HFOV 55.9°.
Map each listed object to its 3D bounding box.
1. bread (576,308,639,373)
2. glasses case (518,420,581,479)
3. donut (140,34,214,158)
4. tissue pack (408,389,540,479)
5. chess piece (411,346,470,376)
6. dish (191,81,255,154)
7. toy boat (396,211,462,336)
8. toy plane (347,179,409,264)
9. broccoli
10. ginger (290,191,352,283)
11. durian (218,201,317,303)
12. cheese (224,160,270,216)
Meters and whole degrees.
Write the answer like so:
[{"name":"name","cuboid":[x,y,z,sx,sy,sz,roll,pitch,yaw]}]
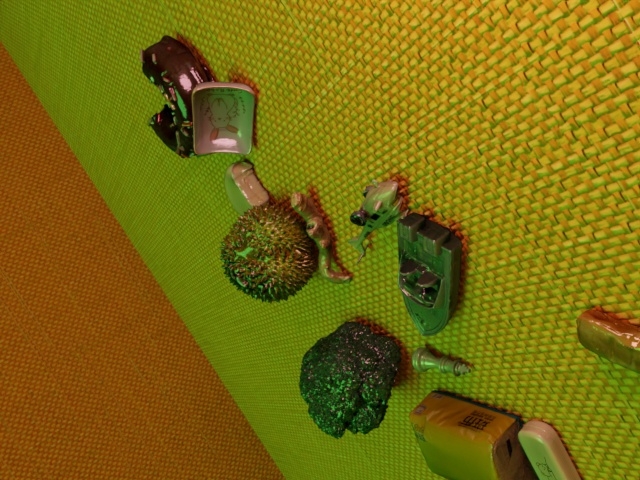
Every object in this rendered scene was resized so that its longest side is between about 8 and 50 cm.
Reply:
[{"name":"bread","cuboid":[0.476,0.161,0.963,0.132,0.053,0.074,26,140,46]},{"name":"glasses case","cuboid":[0.488,0.471,1.269,0.083,0.050,0.196,-18,104,59]},{"name":"donut","cuboid":[-0.380,-0.361,1.675,0.259,0.136,0.345,49,152,20]},{"name":"tissue pack","cuboid":[0.351,0.481,1.403,0.271,0.134,0.192,-1,118,57]},{"name":"chess piece","cuboid":[0.286,0.287,1.398,0.149,0.059,0.059,2,121,48]},{"name":"dish","cuboid":[-0.245,-0.317,1.521,0.212,0.152,0.077,101,163,-49]},{"name":"toy boat","cuboid":[0.218,0.089,1.249,0.141,0.092,0.319,34,145,39]},{"name":"toy plane","cuboid":[0.115,-0.041,1.296,0.108,0.092,0.286,29,148,-2]},{"name":"broccoli","cuboid":[0.082,0.367,1.602,0.308,0.307,0.275,37,-176,32]},{"name":"ginger","cuboid":[0.000,0.000,1.519,0.089,0.075,0.287,-83,-29,-67]},{"name":"durian","cuboid":[-0.147,0.042,1.623,0.291,0.225,0.291,34,147,25]},{"name":"cheese","cuboid":[-0.218,-0.113,1.743,0.163,0.071,0.248,49,152,14]}]
